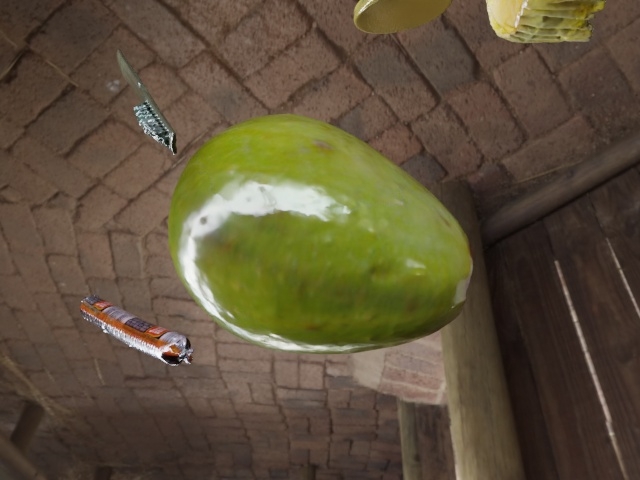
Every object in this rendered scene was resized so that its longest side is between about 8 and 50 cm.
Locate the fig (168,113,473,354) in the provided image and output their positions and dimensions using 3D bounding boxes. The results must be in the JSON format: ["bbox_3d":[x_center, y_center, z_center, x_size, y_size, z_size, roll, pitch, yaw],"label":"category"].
[{"bbox_3d":[0.000,0.000,0.577,0.326,0.258,0.258,17,143,22],"label":"fig"}]

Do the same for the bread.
[{"bbox_3d":[0.301,-0.377,0.667,0.133,0.179,0.250,-7,133,-5],"label":"bread"}]

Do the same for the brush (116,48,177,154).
[{"bbox_3d":[-0.225,-0.173,0.665,0.027,0.190,0.034,-21,147,-24],"label":"brush"}]

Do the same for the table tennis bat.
[{"bbox_3d":[0.180,-0.470,1.029,0.198,0.050,0.321,-7,178,-14],"label":"table tennis bat"}]

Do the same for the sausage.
[{"bbox_3d":[-0.163,0.073,0.457,0.198,0.028,0.025,9,125,44],"label":"sausage"}]
